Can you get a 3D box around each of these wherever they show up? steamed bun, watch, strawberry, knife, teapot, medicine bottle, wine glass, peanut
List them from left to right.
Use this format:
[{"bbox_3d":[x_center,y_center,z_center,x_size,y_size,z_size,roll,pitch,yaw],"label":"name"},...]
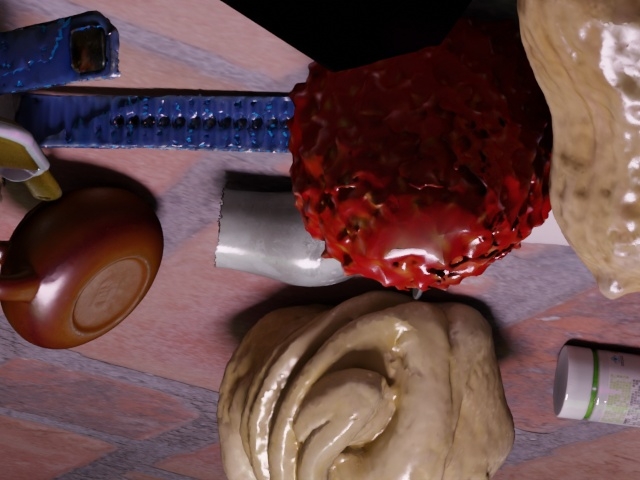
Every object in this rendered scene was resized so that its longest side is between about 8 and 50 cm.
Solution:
[{"bbox_3d":[-0.259,-0.064,1.326,0.061,0.027,0.343,5,173,-4],"label":"knife"},{"bbox_3d":[-0.259,0.017,1.539,0.135,0.178,0.252,38,-156,28],"label":"teapot"},{"bbox_3d":[-0.186,-0.116,1.301,0.274,0.068,0.276,-6,166,33],"label":"watch"},{"bbox_3d":[0.000,0.000,1.503,0.202,0.093,0.093,8,158,-5],"label":"wine glass"},{"bbox_3d":[0.041,0.223,1.782,0.372,0.230,0.325,-24,121,37],"label":"steamed bun"},{"bbox_3d":[0.078,-0.054,1.148,0.233,0.234,0.178,8,-158,-2],"label":"strawberry"},{"bbox_3d":[0.366,0.173,1.819,0.183,0.086,0.086,8,158,-2],"label":"medicine bottle"},{"bbox_3d":[0.229,-0.096,1.088,0.159,0.143,0.291,-23,125,-11],"label":"peanut"}]

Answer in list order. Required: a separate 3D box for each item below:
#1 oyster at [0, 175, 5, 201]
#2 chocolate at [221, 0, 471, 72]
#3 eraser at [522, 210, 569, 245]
[{"bbox_3d":[-0.377,-0.040,1.549,0.209,0.072,0.133,-2,153,25],"label":"oyster"},{"bbox_3d":[-0.008,-0.242,0.913,0.224,0.206,0.177,30,-166,-25],"label":"chocolate"},{"bbox_3d":[0.132,-0.064,1.303,0.270,0.095,0.174,5,152,7],"label":"eraser"}]
